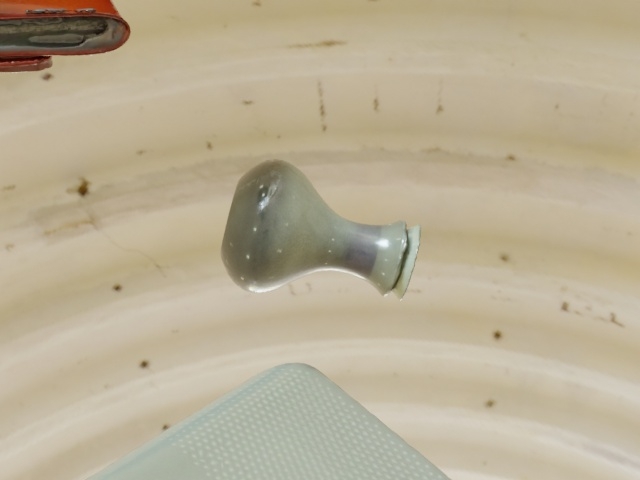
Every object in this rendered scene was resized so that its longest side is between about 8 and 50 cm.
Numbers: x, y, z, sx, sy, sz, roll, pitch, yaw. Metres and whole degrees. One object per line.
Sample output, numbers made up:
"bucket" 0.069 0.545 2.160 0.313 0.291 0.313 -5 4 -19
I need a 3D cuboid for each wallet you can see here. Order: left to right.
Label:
"wallet" -0.229 -0.179 0.693 0.142 0.204 0.045 -6 -59 -19

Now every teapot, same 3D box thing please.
"teapot" 0.000 0.000 1.240 0.183 0.250 0.184 -165 90 -88

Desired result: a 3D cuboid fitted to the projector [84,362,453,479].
"projector" -0.056 0.192 0.404 0.242 0.163 0.177 -28 -37 -45
